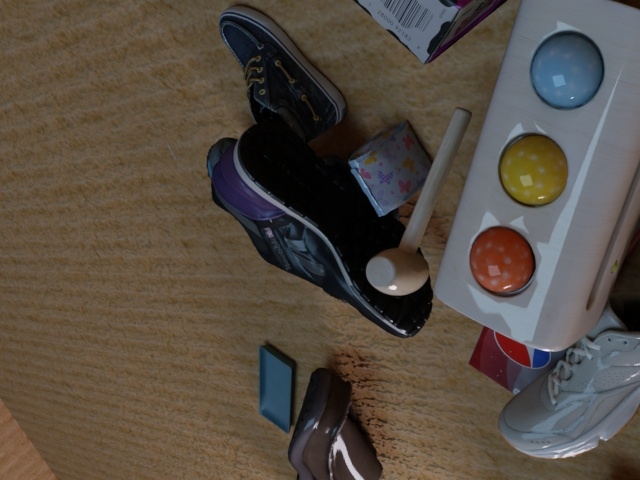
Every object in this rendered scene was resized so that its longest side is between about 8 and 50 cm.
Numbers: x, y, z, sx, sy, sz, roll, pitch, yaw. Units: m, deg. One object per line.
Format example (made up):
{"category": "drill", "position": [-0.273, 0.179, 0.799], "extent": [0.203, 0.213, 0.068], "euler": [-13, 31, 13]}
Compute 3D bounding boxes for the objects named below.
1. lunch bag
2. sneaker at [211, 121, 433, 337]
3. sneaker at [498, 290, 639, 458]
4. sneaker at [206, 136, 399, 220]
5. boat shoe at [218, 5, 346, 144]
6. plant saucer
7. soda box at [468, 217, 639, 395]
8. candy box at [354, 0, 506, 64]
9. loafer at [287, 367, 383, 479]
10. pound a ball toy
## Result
{"category": "lunch bag", "position": [0.070, -0.075, 1.035], "extent": [0.053, 0.083, 0.071], "euler": [-16, 112, 54]}
{"category": "sneaker", "position": [0.000, 0.000, 1.071], "extent": [0.283, 0.107, 0.124], "euler": [46, 143, -6]}
{"category": "sneaker", "position": [0.261, 0.104, 0.901], "extent": [0.262, 0.099, 0.121], "euler": [-35, 121, 24]}
{"category": "sneaker", "position": [-0.014, -0.064, 1.153], "extent": [0.262, 0.104, 0.125], "euler": [33, 130, 12]}
{"category": "boat shoe", "position": [-0.061, -0.180, 1.076], "extent": [0.183, 0.083, 0.065], "euler": [43, 146, 8]}
{"category": "plant saucer", "position": [-0.070, 0.239, 1.574], "extent": [0.067, 0.018, 0.192], "euler": [32, 144, 23]}
{"category": "soda box", "position": [0.233, 0.053, 0.981], "extent": [0.092, 0.083, 0.263], "euler": [34, 144, 19]}
{"category": "candy box", "position": [0.056, -0.271, 0.784], "extent": [0.233, 0.159, 0.071], "euler": [42, 145, 7]}
{"category": "loafer", "position": [0.034, 0.306, 1.452], "extent": [0.130, 0.134, 0.366], "euler": [12, 148, 10]}
{"category": "pound a ball toy", "position": [0.152, -0.055, 0.810], "extent": [0.208, 0.136, 0.319], "euler": [28, 115, 29]}
